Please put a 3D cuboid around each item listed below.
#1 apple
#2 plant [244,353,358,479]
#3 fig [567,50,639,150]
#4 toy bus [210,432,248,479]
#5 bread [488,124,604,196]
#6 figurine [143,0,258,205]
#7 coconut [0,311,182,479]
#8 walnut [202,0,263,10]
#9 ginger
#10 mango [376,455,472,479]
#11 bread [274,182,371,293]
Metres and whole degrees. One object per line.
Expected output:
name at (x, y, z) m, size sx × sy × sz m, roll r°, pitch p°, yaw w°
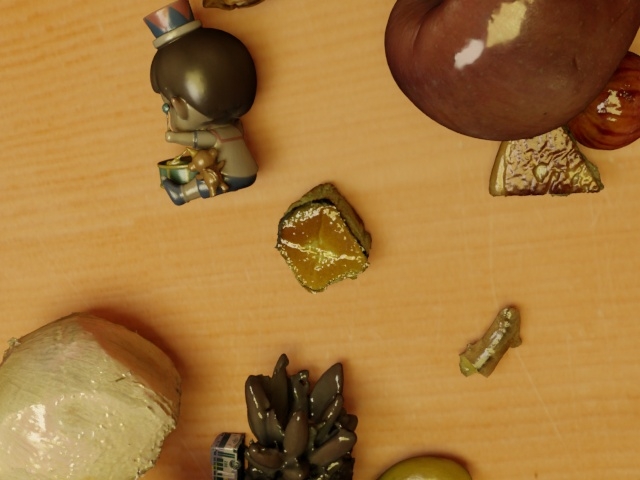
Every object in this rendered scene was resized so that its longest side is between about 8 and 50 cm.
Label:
apple at (0.225, -0.259, 0.905) m, size 0.235 × 0.306 × 0.306 m, roll 26°, pitch 113°, yaw -23°
plant at (-0.030, 0.339, 1.202) m, size 0.181 × 0.194 × 0.321 m, roll 4°, pitch 112°, yaw -2°
fig at (0.374, -0.182, 0.970) m, size 0.150 × 0.128 × 0.128 m, roll -29°, pitch 98°, yaw 16°
toy bus at (-0.153, 0.371, 1.297) m, size 0.058 × 0.052 × 0.102 m, roll 5°, pitch 110°, yaw 10°
bread at (0.286, -0.100, 1.053) m, size 0.136 × 0.054 × 0.154 m, roll -35°, pitch 90°, yaw 20°
figurine at (-0.166, -0.191, 1.079) m, size 0.158 × 0.161 × 0.276 m, roll 6°, pitch 104°, yaw 32°
coconut at (-0.378, 0.255, 1.183) m, size 0.254 × 0.297 × 0.297 m, roll 37°, pitch 112°, yaw -23°
walnut at (-0.086, -0.379, 1.023) m, size 0.207 × 0.116 × 0.116 m, roll -39°, pitch 95°, yaw 20°
ginger at (0.251, 0.156, 1.146) m, size 0.057 × 0.044 × 0.137 m, roll 42°, pitch 110°, yaw 17°
mango at (0.144, 0.406, 1.228) m, size 0.122 × 0.085 × 0.191 m, roll 39°, pitch 101°, yaw 10°
bread at (0.000, 0.000, 1.139) m, size 0.128 × 0.069 × 0.140 m, roll -31°, pitch 101°, yaw 20°
